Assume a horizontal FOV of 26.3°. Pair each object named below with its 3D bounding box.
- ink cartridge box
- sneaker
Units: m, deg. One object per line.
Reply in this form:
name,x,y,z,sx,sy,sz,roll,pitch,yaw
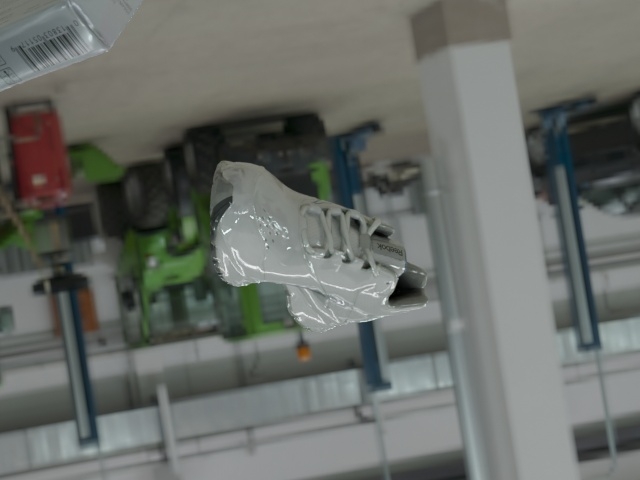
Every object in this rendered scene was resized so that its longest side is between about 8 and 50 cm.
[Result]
ink cartridge box,-0.205,-0.218,1.130,0.189,0.066,0.232,-14,-148,36
sneaker,0.000,0.000,1.202,0.129,0.111,0.297,-5,162,25
